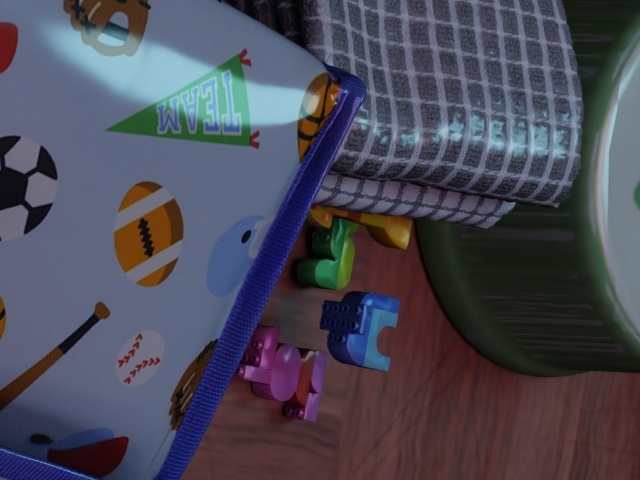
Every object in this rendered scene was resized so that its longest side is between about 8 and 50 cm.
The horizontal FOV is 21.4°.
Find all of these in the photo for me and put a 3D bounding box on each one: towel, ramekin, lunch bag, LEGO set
[{"bbox_3d":[0.037,-0.160,1.016,0.235,0.121,0.284,5,72,-39],"label":"towel"},{"bbox_3d":[0.225,-0.044,1.226,0.303,0.148,0.303,-4,96,-41],"label":"ramekin"},{"bbox_3d":[-0.208,0.019,0.803,0.328,0.239,0.385,26,92,-40],"label":"lunch bag"},{"bbox_3d":[0.000,0.000,1.073,0.093,0.087,0.227,16,82,-41],"label":"LEGO set"}]
